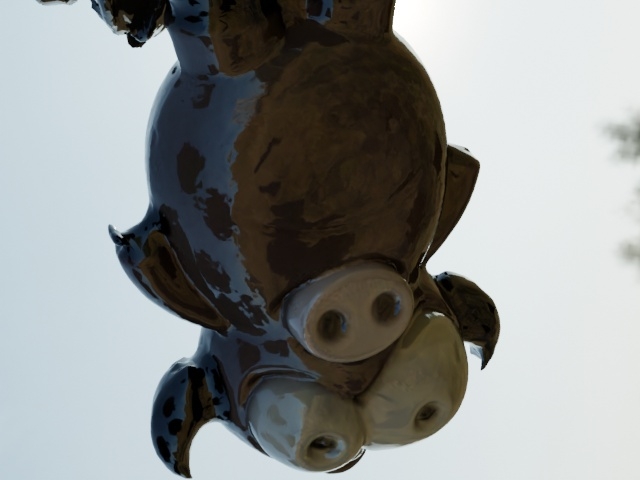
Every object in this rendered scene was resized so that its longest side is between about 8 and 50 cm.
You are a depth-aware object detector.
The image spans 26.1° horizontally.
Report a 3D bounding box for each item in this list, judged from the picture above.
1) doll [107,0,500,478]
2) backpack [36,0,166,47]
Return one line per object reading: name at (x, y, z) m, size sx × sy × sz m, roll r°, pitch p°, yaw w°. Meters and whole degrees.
doll at (-0.001, -0.002, 0.608) m, size 0.117 × 0.182 × 0.257 m, roll -140°, pitch 38°, yaw -61°
backpack at (-0.066, -0.202, 0.555) m, size 0.206 × 0.133 × 0.258 m, roll -55°, pitch -14°, yaw -45°
